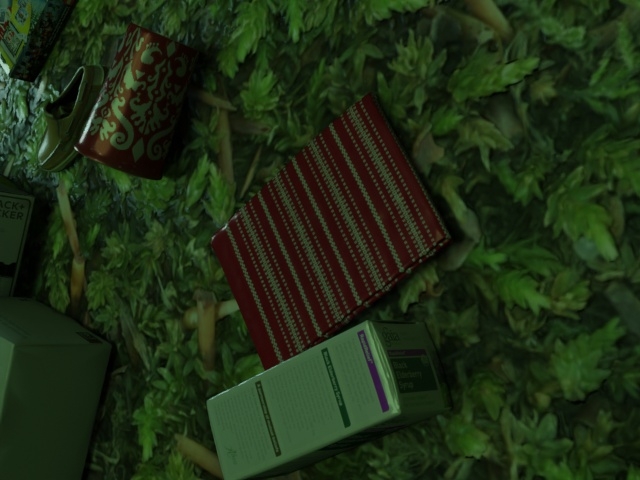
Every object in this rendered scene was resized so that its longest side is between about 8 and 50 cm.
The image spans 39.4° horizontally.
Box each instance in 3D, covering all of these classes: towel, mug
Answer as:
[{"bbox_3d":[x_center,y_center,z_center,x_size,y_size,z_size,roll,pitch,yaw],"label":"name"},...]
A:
[{"bbox_3d":[0.000,0.000,0.956,0.275,0.031,0.198,-40,61,28],"label":"towel"},{"bbox_3d":[-0.235,-0.180,1.114,0.150,0.113,0.169,29,101,35],"label":"mug"}]

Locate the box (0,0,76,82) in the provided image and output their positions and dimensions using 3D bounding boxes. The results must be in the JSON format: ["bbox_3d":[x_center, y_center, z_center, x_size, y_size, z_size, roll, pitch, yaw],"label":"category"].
[{"bbox_3d":[-0.465,-0.373,1.358,0.159,0.044,0.233,-53,57,23],"label":"box"}]

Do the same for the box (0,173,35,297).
[{"bbox_3d":[-0.519,0.047,1.320,0.169,0.087,0.289,23,101,51],"label":"box"}]

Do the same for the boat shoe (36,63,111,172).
[{"bbox_3d":[-0.353,-0.172,1.231,0.190,0.072,0.068,-50,58,25],"label":"boat shoe"}]

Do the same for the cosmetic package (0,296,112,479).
[{"bbox_3d":[-0.437,0.283,1.208,0.217,0.156,0.384,17,98,41],"label":"cosmetic package"}]

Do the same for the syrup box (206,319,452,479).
[{"bbox_3d":[0.003,0.165,0.897,0.237,0.093,0.096,-29,68,34],"label":"syrup box"}]
